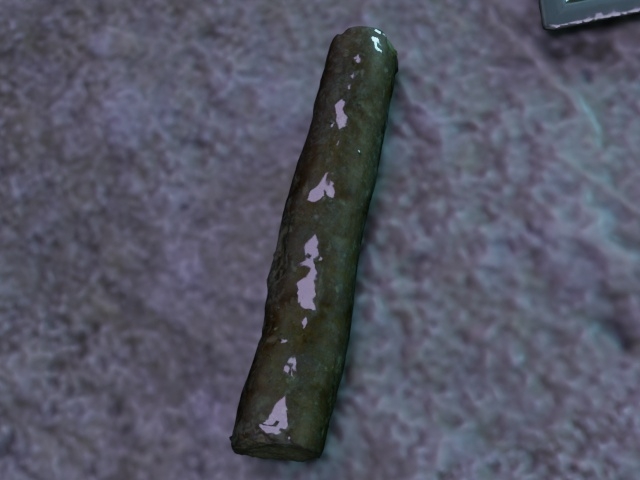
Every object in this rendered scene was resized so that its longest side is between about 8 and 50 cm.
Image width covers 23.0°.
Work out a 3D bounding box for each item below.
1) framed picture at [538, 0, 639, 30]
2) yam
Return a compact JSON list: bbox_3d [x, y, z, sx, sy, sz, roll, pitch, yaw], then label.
[{"bbox_3d":[0.240,-0.282,1.018,0.232,0.019,0.296,-9,67,13],"label":"framed picture"},{"bbox_3d":[0.000,0.000,0.950,0.061,0.061,0.274,5,69,18],"label":"yam"}]
